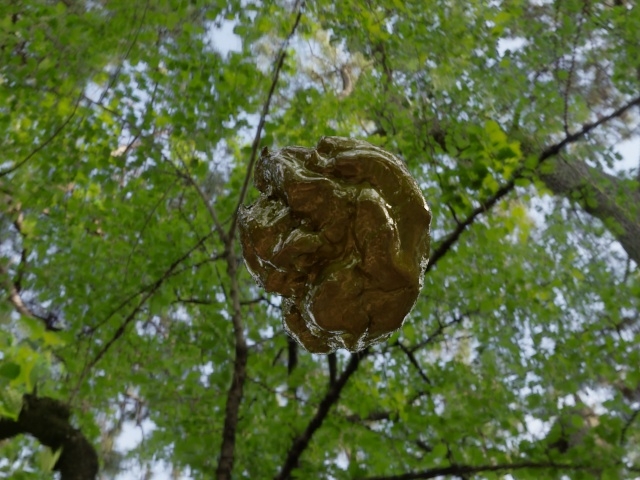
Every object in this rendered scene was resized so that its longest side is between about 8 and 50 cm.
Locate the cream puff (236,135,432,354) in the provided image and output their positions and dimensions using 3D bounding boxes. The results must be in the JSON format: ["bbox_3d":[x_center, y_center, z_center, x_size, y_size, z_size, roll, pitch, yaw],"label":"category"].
[{"bbox_3d":[0.000,0.002,1.175,0.257,0.291,0.324,19,-73,-19],"label":"cream puff"}]
